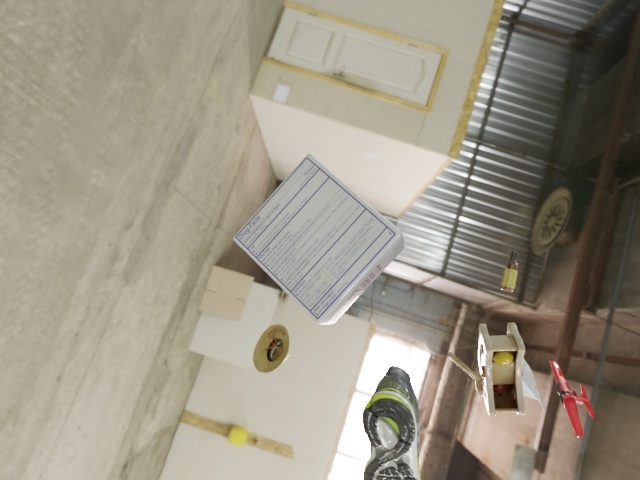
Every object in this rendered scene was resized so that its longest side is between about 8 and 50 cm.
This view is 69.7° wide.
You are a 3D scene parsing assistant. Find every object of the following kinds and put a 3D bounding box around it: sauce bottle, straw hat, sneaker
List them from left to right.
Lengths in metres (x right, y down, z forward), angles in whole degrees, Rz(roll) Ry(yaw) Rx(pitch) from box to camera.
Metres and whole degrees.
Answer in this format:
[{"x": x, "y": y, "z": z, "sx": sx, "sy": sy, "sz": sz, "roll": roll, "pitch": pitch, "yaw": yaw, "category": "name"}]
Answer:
[{"x": -0.121, "y": 0.317, "z": 1.315, "sx": 0.061, "sy": 0.145, "sz": 0.144, "roll": 41, "pitch": 60, "yaw": -40, "category": "straw hat"}, {"x": 0.144, "y": 0.364, "z": 0.855, "sx": 0.121, "sy": 0.111, "sz": 0.299, "roll": -54, "pitch": 148, "yaw": -53, "category": "sneaker"}, {"x": 0.600, "y": 0.097, "z": 1.448, "sx": 0.042, "sy": 0.042, "sz": 0.128, "roll": 90, "pitch": 15, "yaw": -80, "category": "sauce bottle"}]

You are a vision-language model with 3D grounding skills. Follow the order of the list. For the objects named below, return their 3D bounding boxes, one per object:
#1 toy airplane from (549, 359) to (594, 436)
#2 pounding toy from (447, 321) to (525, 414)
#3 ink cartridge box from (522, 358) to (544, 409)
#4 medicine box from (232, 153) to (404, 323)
[{"x": 0.505, "y": 0.315, "z": 0.913, "sx": 0.028, "sy": 0.151, "sz": 0.151, "roll": -31, "pitch": -158, "yaw": 33, "category": "toy airplane"}, {"x": 0.380, "y": 0.312, "z": 1.062, "sx": 0.154, "sy": 0.155, "sz": 0.269, "roll": -83, "pitch": 163, "yaw": -47, "category": "pounding toy"}, {"x": 0.572, "y": 0.385, "z": 1.322, "sx": 0.045, "sy": 0.179, "sz": 0.145, "roll": -26, "pitch": -150, "yaw": 24, "category": "ink cartridge box"}, {"x": 0.000, "y": 0.000, "z": 1.061, "sx": 0.263, "sy": 0.289, "sz": 0.149, "roll": -48, "pitch": 163, "yaw": 2, "category": "medicine box"}]
